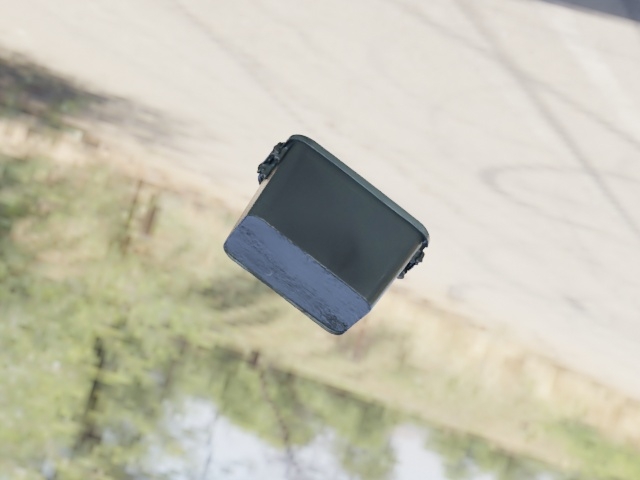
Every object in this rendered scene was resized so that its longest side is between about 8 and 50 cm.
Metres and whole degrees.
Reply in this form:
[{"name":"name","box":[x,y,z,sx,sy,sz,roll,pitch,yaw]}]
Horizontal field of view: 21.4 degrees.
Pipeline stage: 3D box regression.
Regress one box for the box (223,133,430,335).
[{"name":"box","box":[0.000,0.000,1.092,0.122,0.069,0.084,37,151,-3]}]
